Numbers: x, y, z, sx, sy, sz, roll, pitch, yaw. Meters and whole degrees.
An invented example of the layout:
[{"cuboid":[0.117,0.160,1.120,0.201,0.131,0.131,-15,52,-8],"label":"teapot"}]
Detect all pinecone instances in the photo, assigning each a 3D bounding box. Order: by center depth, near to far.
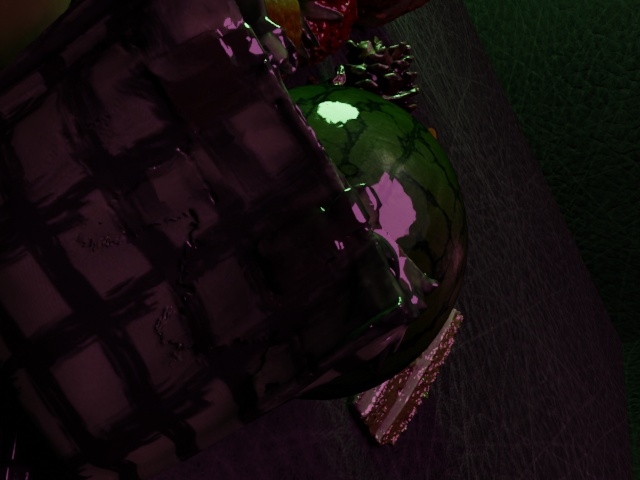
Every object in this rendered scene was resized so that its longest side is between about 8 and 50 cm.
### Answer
[{"cuboid":[0.106,-0.293,1.087,0.179,0.184,0.204,14,101,-57],"label":"pinecone"}]

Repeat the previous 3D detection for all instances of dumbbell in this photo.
[{"cuboid":[-0.248,0.162,0.456,0.036,0.040,0.083,7,62,-20],"label":"dumbbell"}]

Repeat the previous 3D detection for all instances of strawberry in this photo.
[{"cuboid":[0.010,-0.438,1.007,0.306,0.138,0.233,-57,150,-62],"label":"strawberry"}]

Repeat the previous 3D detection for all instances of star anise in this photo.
[{"cuboid":[0.036,-0.232,0.961,0.177,0.073,0.234,42,81,-6],"label":"star anise"}]

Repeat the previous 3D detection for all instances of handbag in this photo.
[{"cuboid":[-0.124,-0.002,0.429,0.325,0.327,0.162,59,20,0],"label":"handbag"}]

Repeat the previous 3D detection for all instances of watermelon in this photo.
[{"cuboid":[0.000,0.000,0.642,0.363,0.363,0.363,33,46,-42],"label":"watermelon"}]

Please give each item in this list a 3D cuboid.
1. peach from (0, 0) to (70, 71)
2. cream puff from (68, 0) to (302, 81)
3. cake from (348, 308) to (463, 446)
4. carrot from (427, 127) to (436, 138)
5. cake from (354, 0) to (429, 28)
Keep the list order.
[{"cuboid":[-0.305,-0.214,0.373,0.247,0.292,0.292,31,45,-20],"label":"peach"},{"cuboid":[-0.167,-0.250,0.639,0.303,0.212,0.303,21,32,-14],"label":"cream puff"},{"cuboid":[0.133,0.208,0.956,0.116,0.113,0.295,52,47,-14],"label":"cake"},{"cuboid":[0.268,-0.239,1.432,0.271,0.066,0.062,-37,146,-59],"label":"carrot"},{"cuboid":[0.119,-0.670,1.269,0.320,0.270,0.269,6,67,-55],"label":"cake"}]
